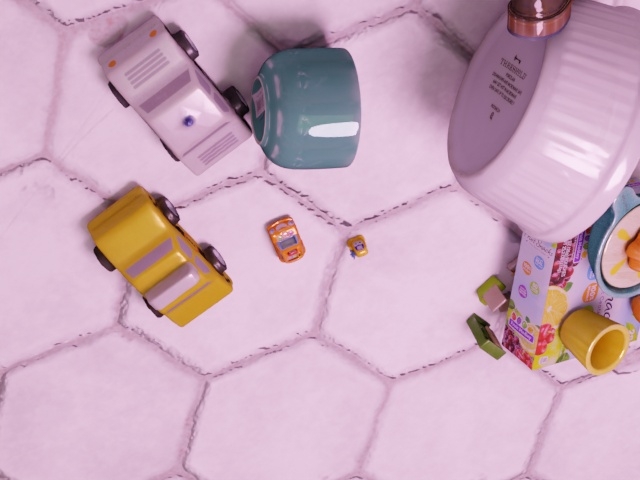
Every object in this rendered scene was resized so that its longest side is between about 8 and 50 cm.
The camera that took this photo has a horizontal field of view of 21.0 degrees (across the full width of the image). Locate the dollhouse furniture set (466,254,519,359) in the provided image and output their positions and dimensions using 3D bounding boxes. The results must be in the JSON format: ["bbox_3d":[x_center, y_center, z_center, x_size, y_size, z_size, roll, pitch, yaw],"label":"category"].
[{"bbox_3d":[0.249,0.072,2.132,0.151,0.058,0.076,-44,127,13],"label":"dollhouse furniture set"}]

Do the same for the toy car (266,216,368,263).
[{"bbox_3d":[0.000,0.000,2.003,0.122,0.040,0.060,-9,126,-13],"label":"toy car"}]

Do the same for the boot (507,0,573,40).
[{"bbox_3d":[0.241,-0.304,1.775,0.082,0.219,0.106,6,128,14],"label":"boot"}]

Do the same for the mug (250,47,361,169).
[{"bbox_3d":[-0.022,-0.129,1.848,0.097,0.129,0.158,-3,125,-16],"label":"mug"}]

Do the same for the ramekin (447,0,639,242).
[{"bbox_3d":[0.242,-0.142,1.858,0.127,0.273,0.273,20,116,-18],"label":"ramekin"}]

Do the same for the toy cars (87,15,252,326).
[{"bbox_3d":[-0.158,-0.052,1.880,0.176,0.087,0.394,-3,125,-18],"label":"toy cars"}]

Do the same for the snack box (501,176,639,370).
[{"bbox_3d":[0.321,0.039,2.095,0.174,0.070,0.207,-12,125,-32],"label":"snack box"}]

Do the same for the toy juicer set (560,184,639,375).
[{"bbox_3d":[0.394,-0.007,2.010,0.209,0.089,0.329,-16,124,-30],"label":"toy juicer set"}]
